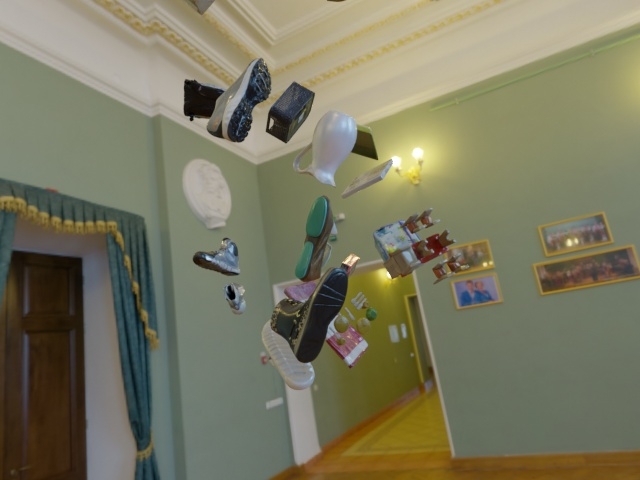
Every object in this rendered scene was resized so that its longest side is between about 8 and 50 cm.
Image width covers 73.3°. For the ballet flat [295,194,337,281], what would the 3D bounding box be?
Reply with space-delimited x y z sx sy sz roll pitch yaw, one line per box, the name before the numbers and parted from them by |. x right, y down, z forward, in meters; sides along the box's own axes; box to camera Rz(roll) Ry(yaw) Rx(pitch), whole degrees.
ballet flat | 0.000 0.000 1.677 0.124 0.343 0.116 12 3 -41

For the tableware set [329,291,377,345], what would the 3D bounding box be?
tableware set | 0.092 0.226 1.195 0.154 0.104 0.024 -45 14 -28

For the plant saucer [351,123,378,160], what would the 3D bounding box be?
plant saucer | 0.147 -0.417 1.744 0.188 0.045 0.188 22 -15 24

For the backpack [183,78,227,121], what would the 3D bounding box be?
backpack | -0.417 -0.529 1.625 0.181 0.152 0.115 5 28 -5

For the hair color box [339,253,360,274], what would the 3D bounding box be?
hair color box | 0.110 0.107 1.707 0.043 0.072 0.141 26 21 12

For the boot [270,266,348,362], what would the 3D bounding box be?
boot | -0.037 0.158 1.062 0.085 0.237 0.178 23 -1 -33

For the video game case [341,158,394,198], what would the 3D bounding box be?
video game case | 0.221 -0.288 2.006 0.226 0.026 0.206 -24 18 36

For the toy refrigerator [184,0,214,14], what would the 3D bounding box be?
toy refrigerator | -0.443 -0.830 1.310 0.102 0.269 0.094 -49 -3 -1

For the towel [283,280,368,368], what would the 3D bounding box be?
towel | 0.028 0.275 1.480 0.037 0.329 0.237 -46 -12 14

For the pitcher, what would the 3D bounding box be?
pitcher | 0.009 -0.282 1.294 0.177 0.207 0.125 25 8 33

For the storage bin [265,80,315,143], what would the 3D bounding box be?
storage bin | -0.102 -0.436 1.468 0.084 0.180 0.122 31 -30 3

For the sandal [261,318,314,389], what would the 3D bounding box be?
sandal | -0.147 0.471 1.782 0.169 0.102 0.416 -4 29 -17

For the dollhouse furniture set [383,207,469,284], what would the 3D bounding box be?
dollhouse furniture set | 0.375 0.046 1.611 0.259 0.262 0.135 -21 -16 -28

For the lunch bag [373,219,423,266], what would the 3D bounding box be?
lunch bag | 0.329 0.024 1.773 0.176 0.219 0.090 -20 -40 -6

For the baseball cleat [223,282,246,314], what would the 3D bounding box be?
baseball cleat | -0.318 0.185 1.577 0.072 0.110 0.206 -26 28 -11

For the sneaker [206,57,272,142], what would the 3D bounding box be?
sneaker | -0.213 -0.378 1.130 0.107 0.272 0.100 12 -26 26

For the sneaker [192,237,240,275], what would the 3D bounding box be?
sneaker | -0.377 0.043 1.582 0.086 0.132 0.228 -5 -21 25
